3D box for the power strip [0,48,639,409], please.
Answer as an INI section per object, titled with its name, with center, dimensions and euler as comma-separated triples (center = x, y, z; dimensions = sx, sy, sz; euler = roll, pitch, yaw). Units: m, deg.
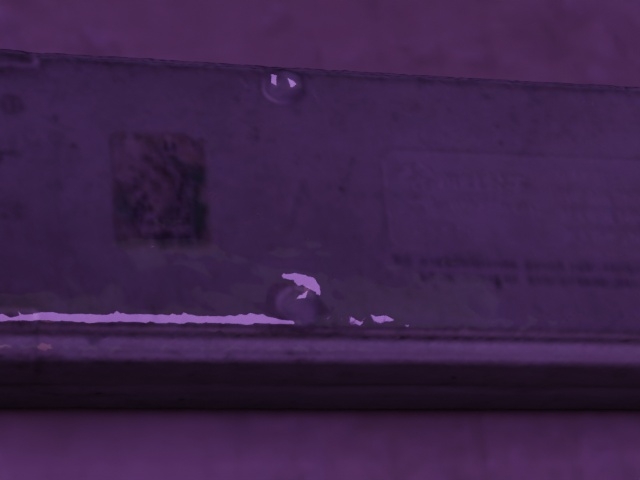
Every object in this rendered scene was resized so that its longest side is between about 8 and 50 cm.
[power strip]
center = 0.000, -0.001, 0.362
dimensions = 0.272, 0.052, 0.078
euler = 2, 66, -14
